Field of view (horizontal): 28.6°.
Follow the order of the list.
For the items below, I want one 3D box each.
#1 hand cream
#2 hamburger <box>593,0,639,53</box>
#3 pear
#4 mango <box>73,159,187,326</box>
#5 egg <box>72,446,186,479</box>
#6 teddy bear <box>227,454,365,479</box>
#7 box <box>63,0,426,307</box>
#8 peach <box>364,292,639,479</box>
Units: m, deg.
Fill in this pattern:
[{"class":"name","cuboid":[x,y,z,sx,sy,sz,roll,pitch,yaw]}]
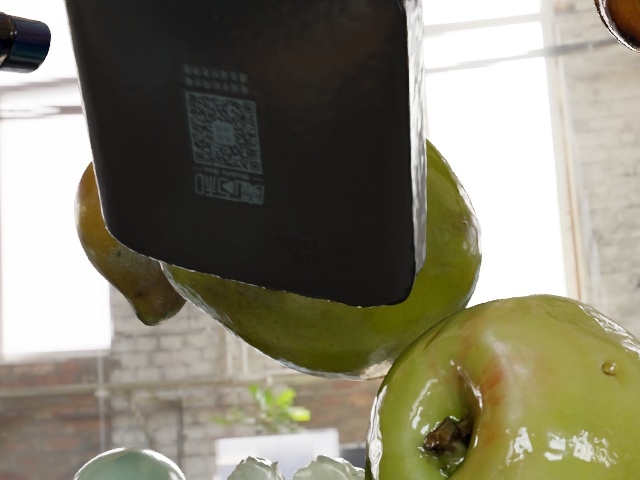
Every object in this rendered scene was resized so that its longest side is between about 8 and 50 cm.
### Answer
[{"class":"hand cream","cuboid":[-0.411,-0.215,1.267,0.270,0.061,0.120,5,-7,-39]},{"class":"hamburger","cuboid":[0.505,-0.367,1.811,0.236,0.237,0.147,-9,25,29]},{"class":"pear","cuboid":[-0.011,0.001,1.315,0.375,0.287,0.287,2,-8,16]},{"class":"mango","cuboid":[-0.270,-0.006,1.940,0.192,0.316,0.146,-26,33,-19]},{"class":"egg","cuboid":[-0.263,0.370,1.733,0.168,0.168,0.231,-5,-4,11]},{"class":"teddy bear","cuboid":[0.006,0.394,1.487,0.375,0.327,0.362,-39,-13,20]},{"class":"box","cuboid":[-0.058,-0.096,0.972,0.290,0.289,0.073,11,35,24]},{"class":"peach","cuboid":[0.182,0.204,1.078,0.281,0.314,0.315,23,6,40]}]
